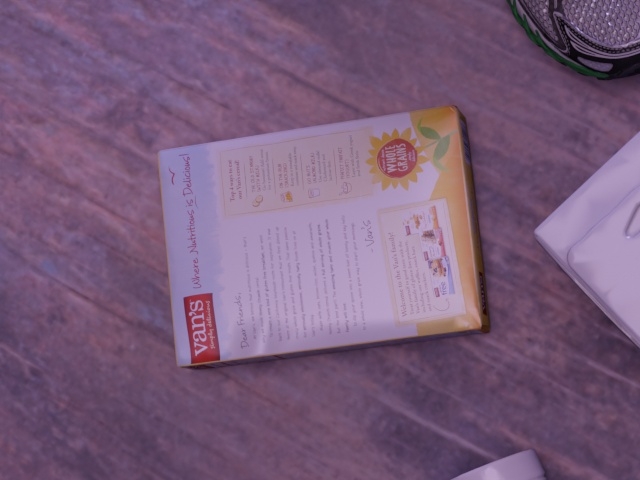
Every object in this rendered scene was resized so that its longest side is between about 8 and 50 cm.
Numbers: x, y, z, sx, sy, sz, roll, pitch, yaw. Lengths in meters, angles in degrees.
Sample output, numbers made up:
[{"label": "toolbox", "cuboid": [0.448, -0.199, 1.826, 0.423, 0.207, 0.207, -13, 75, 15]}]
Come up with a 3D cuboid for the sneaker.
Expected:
[{"label": "sneaker", "cuboid": [0.163, -0.274, 1.252, 0.134, 0.146, 0.343, -25, 78, 10]}]

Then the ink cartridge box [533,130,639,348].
[{"label": "ink cartridge box", "cuboid": [0.241, 0.007, 1.178, 0.128, 0.176, 0.127, -44, 75, 6]}]

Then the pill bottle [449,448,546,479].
[{"label": "pill bottle", "cuboid": [0.151, 0.238, 1.215, 0.094, 0.094, 0.169, -23, 77, 11]}]

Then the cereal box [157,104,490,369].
[{"label": "cereal box", "cuboid": [0.000, 0.000, 1.309, 0.240, 0.047, 0.173, -7, 81, 14]}]
